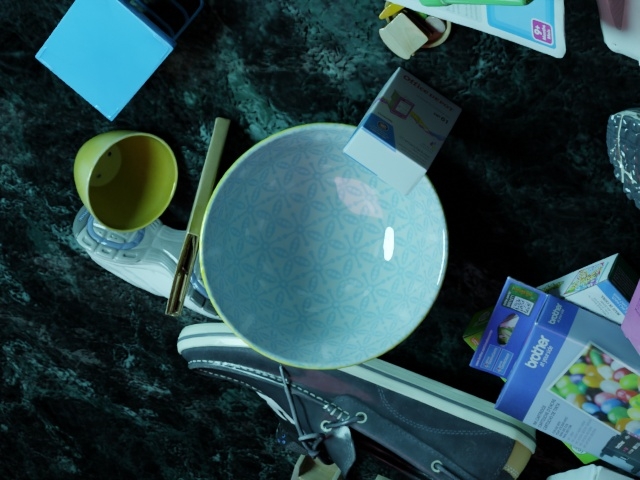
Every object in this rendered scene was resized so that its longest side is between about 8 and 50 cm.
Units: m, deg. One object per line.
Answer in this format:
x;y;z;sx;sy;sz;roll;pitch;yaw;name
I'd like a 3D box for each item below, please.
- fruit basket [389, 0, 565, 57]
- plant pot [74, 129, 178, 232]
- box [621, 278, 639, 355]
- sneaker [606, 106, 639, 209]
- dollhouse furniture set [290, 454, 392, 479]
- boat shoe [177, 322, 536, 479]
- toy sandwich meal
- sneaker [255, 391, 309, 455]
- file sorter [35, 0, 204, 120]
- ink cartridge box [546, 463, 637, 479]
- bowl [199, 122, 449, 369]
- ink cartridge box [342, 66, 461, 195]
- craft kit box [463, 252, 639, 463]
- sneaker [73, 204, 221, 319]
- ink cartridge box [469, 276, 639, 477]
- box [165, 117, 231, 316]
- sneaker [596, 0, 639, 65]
0.082;-0.355;1.345;0.353;0.165;0.327;22;132;31;fruit basket
-0.267;-0.089;1.890;0.095;0.134;0.134;29;148;45;plant pot
0.467;0.104;1.452;0.117;0.243;0.213;100;152;-47;box
0.419;-0.070;1.477;0.283;0.122;0.110;31;140;40;sneaker
0.035;0.520;2.159;0.286;0.303;0.198;22;138;13;dollhouse furniture set
0.034;0.233;1.935;0.500;0.156;0.187;20;169;6;boat shoe
0.100;-0.235;1.570;0.085;0.029;0.086;18;138;17;toy sandwich meal
-0.055;0.244;2.111;0.217;0.079;0.121;39;139;-9;sneaker
-0.232;-0.249;1.709;0.118;0.104;0.170;40;140;-10;file sorter
0.435;0.404;1.832;0.307;0.129;0.223;22;164;-3;ink cartridge box
0.000;0.000;1.747;0.289;0.289;0.156;38;-177;-7;bowl
0.092;-0.123;1.617;0.088;0.122;0.052;34;136;-3;ink cartridge box
0.344;0.153;1.788;0.250;0.061;0.246;46;136;-16;craft kit box
-0.193;0.035;1.993;0.297;0.111;0.129;27;161;6;sneaker
0.333;0.178;1.736;0.311;0.065;0.186;27;139;9;ink cartridge box
-0.151;-0.030;1.805;0.021;0.201;0.164;15;139;-4;box
0.354;-0.201;1.389;0.330;0.122;0.146;49;146;-9;sneaker
